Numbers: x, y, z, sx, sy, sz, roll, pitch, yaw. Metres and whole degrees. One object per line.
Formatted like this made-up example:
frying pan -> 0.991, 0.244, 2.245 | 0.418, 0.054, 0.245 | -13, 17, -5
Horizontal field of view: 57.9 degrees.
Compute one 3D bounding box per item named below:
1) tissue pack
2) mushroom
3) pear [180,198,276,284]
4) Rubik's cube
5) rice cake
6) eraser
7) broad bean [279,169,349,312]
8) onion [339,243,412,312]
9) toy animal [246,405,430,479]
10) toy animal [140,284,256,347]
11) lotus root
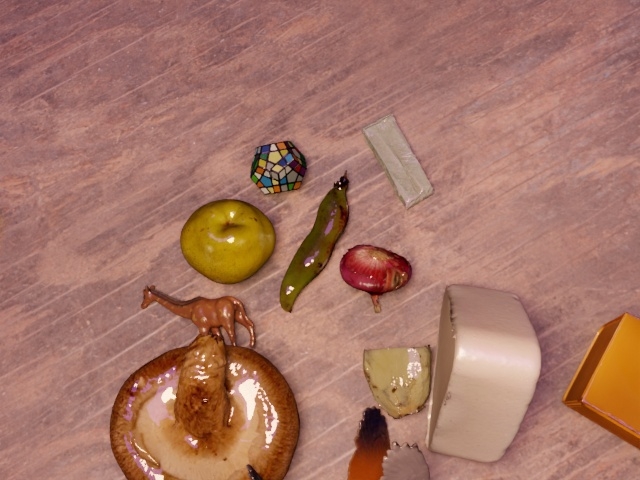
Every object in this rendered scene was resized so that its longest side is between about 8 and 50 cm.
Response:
tissue pack -> 0.623, 0.289, 1.055 | 0.275, 0.145, 0.194 | 32, 79, 14
mushroom -> -0.211, 0.353, 1.095 | 0.346, 0.239, 0.344 | -3, 84, 27
pear -> -0.193, -0.001, 1.213 | 0.198, 0.198, 0.198 | -2, 72, 6
Rubik's cube -> -0.095, -0.163, 1.298 | 0.133, 0.133, 0.112 | 23, 47, 13
rice cake -> 0.176, -0.181, 1.312 | 0.085, 0.040, 0.226 | -25, 70, -3
eraser -> 0.295, 0.209, 1.080 | 0.150, 0.331, 0.330 | 7, 73, 7
broad bean -> 0.000, 0.000, 1.260 | 0.077, 0.061, 0.338 | 21, 74, 20
onion -> 0.109, 0.086, 1.202 | 0.150, 0.150, 0.140 | 10, 113, 9
toy animal -> 0.055, 0.479, 1.010 | 0.285, 0.225, 0.301 | -20, 95, -15
toy animal -> -0.266, 0.165, 1.237 | 0.224, 0.066, 0.229 | -30, 80, 16
lotus root -> 0.154, 0.272, 1.132 | 0.143, 0.070, 0.144 | -16, 70, 17
